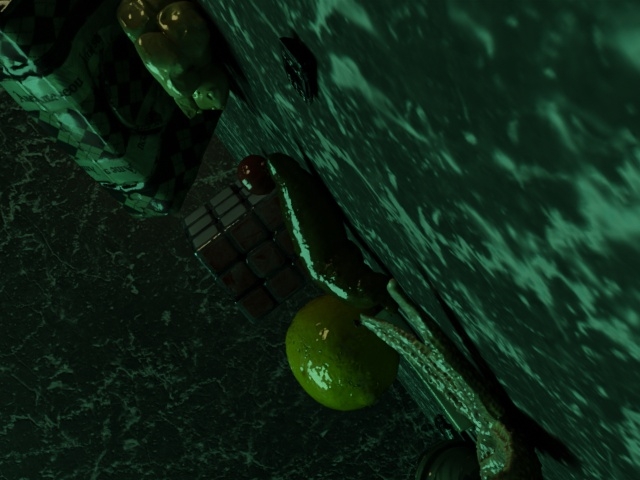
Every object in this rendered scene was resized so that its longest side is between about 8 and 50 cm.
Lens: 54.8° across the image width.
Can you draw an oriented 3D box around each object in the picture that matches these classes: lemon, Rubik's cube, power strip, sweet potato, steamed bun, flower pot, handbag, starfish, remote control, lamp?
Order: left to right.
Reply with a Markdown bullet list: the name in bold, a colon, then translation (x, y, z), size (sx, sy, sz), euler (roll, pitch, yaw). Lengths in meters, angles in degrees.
- **handbag**: translation (-0.328, -0.282, 1.017), size (0.180, 0.317, 0.416), euler (3, 144, 32)
- **steamed bun**: translation (-0.197, -0.274, 0.901), size (0.192, 0.106, 0.177), euler (61, -175, 37)
- **Rubik's cube**: translation (-0.197, 0.005, 1.842), size (0.305, 0.303, 0.301), euler (57, 175, -27)
- **lamp**: translation (-0.146, -0.152, 1.434), size (0.101, 0.090, 0.101), euler (27, -136, -30)
- **remote control**: translation (-0.019, -0.149, 0.545), size (0.039, 0.014, 0.096), euler (53, 177, 6)
- **sweet potato**: translation (0.007, 0.001, 0.952), size (0.310, 0.098, 0.124), euler (55, 155, -7)
- **lemon**: translation (0.056, 0.258, 1.438), size (0.258, 0.258, 0.310), euler (57, 178, -39)
- **power strip**: translation (0.195, 0.235, 1.154), size (0.286, 0.048, 0.080), euler (54, 175, 15)
- **handbag**: translation (0.376, 0.568, 1.712), size (0.175, 0.088, 0.270), euler (60, 177, 11)
- **starfish**: translation (0.175, 0.236, 0.793), size (0.384, 0.132, 0.398), euler (50, -176, 10)
- **flower pot**: translation (0.343, 0.576, 1.416), size (0.235, 0.235, 0.140), euler (53, 152, -2)
